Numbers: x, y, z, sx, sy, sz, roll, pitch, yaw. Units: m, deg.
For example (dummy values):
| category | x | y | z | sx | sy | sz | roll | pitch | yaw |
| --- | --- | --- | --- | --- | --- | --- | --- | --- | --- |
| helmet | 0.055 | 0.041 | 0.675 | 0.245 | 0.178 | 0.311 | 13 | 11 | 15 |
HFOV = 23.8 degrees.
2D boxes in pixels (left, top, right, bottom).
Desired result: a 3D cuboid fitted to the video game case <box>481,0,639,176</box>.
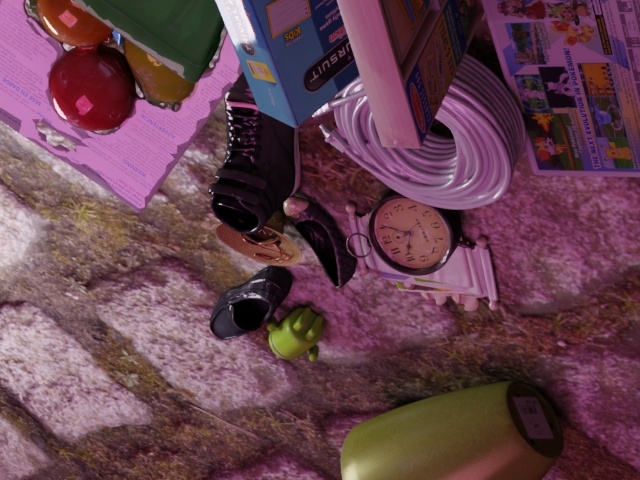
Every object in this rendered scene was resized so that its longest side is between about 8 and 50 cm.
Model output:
| category | x | y | z | sx | sy | sz | roll | pitch | yaw |
| --- | --- | --- | --- | --- | --- | --- | --- | --- | --- |
| video game case | 0.368 | -0.206 | 1.853 | 0.299 | 0.036 | 0.329 | 3 | 137 | 28 |

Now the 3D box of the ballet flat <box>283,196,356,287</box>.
| category | x | y | z | sx | sy | sz | roll | pitch | yaw |
| --- | --- | --- | --- | --- | --- | --- | --- | --- | --- |
| ballet flat | 0.000 | 0.000 | 2.290 | 0.057 | 0.049 | 0.173 | -14 | 126 | 39 |

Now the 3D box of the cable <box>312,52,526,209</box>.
| category | x | y | z | sx | sy | sz | roll | pitch | yaw |
| --- | --- | --- | --- | --- | --- | --- | --- | --- | --- |
| cable | 0.143 | -0.150 | 1.982 | 0.257 | 0.089 | 0.257 | 42 | 146 | -12 |

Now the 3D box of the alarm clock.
| category | x | y | z | sx | sy | sz | roll | pitch | yaw |
| --- | --- | --- | --- | --- | --- | --- | --- | --- | --- |
| alarm clock | 0.120 | -0.014 | 2.172 | 0.192 | 0.064 | 0.129 | -17 | 108 | 28 |

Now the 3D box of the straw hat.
| category | x | y | z | sx | sy | sz | roll | pitch | yaw |
| --- | --- | --- | --- | --- | --- | --- | --- | --- | --- |
| straw hat | -0.086 | -0.020 | 2.309 | 0.144 | 0.061 | 0.144 | 15 | 157 | 7 |

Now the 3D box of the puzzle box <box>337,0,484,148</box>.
| category | x | y | z | sx | sy | sz | roll | pitch | yaw |
| --- | --- | --- | --- | --- | --- | --- | --- | --- | --- |
| puzzle box | 0.087 | -0.340 | 1.674 | 0.052 | 0.272 | 0.409 | 5 | 137 | 26 |

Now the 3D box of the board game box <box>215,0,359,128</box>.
| category | x | y | z | sx | sy | sz | roll | pitch | yaw |
| --- | --- | --- | --- | --- | --- | --- | --- | --- | --- |
| board game box | -0.011 | -0.339 | 1.743 | 0.079 | 0.254 | 0.336 | 28 | 150 | 42 |

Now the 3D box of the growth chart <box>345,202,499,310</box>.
| category | x | y | z | sx | sy | sz | roll | pitch | yaw |
| --- | --- | --- | --- | --- | --- | --- | --- | --- | --- |
| growth chart | 0.152 | 0.031 | 2.260 | 0.237 | 0.021 | 0.172 | 13 | 140 | 17 |

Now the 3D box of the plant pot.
| category | x | y | z | sx | sy | sz | roll | pitch | yaw |
| --- | --- | --- | --- | --- | --- | --- | --- | --- | --- |
| plant pot | 0.230 | 0.347 | 2.410 | 0.275 | 0.275 | 0.293 | 42 | 124 | -18 |

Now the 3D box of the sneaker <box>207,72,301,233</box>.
| category | x | y | z | sx | sy | sz | roll | pitch | yaw |
| --- | --- | --- | --- | --- | --- | --- | --- | --- | --- |
| sneaker | -0.100 | -0.130 | 2.124 | 0.104 | 0.147 | 0.296 | 13 | 138 | 21 |

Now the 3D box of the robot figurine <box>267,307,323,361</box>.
| category | x | y | z | sx | sy | sz | roll | pitch | yaw |
| --- | --- | --- | --- | --- | --- | --- | --- | --- | --- |
| robot figurine | -0.041 | 0.153 | 2.474 | 0.101 | 0.067 | 0.115 | 34 | 142 | -12 |

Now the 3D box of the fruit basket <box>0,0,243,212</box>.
| category | x | y | z | sx | sy | sz | roll | pitch | yaw |
| --- | --- | --- | --- | --- | --- | --- | --- | --- | --- |
| fruit basket | -0.280 | -0.254 | 2.007 | 0.327 | 0.165 | 0.353 | 34 | 122 | -9 |

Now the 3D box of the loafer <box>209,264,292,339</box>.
| category | x | y | z | sx | sy | sz | roll | pitch | yaw |
| --- | --- | --- | --- | --- | --- | --- | --- | --- | --- |
| loafer | -0.124 | 0.114 | 2.469 | 0.076 | 0.078 | 0.223 | 37 | 141 | -12 |

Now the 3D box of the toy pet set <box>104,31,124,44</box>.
| category | x | y | z | sx | sy | sz | roll | pitch | yaw |
| --- | --- | --- | --- | --- | --- | --- | --- | --- | --- |
| toy pet set | -0.260 | -0.278 | 2.114 | 0.122 | 0.065 | 0.114 | 23 | 142 | 5 |
